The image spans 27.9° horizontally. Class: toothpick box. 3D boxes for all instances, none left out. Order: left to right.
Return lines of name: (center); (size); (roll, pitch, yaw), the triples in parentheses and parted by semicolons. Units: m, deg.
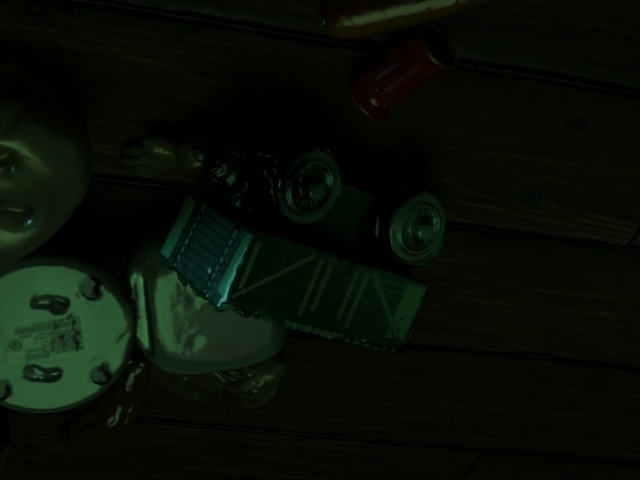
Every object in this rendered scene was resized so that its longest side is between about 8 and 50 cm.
toothpick box: (0.062, -0.132, 1.013); (0.047, 0.047, 0.083); (29, 132, -35)

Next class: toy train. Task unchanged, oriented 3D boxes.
toy train: (0.000, 0.000, 1.073); (0.269, 0.115, 0.154); (19, 95, -46)

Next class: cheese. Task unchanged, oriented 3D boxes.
cheese: (-0.296, -0.068, 1.004); (0.235, 0.117, 0.218); (-14, 140, 14)

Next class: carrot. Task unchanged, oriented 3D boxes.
carrot: (0.117, -0.191, 0.948); (0.248, 0.043, 0.043); (-13, 141, 8)

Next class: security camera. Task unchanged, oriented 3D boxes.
security camera: (-0.174, 0.060, 1.150); (0.302, 0.080, 0.157); (-10, 118, -14)

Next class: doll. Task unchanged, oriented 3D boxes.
doll: (-0.123, -0.066, 1.076); (0.093, 0.051, 0.061); (-19, 146, 19)

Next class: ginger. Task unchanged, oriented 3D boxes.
ginger: (-0.173, 0.130, 1.304); (0.295, 0.086, 0.131); (-7, 152, 17)

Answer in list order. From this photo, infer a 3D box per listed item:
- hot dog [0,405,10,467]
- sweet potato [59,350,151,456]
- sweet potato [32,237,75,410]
hot dog: (-0.371, 0.166, 1.192); (0.150, 0.153, 0.256); (-8, 176, -3)
sweet potato: (-0.204, 0.167, 1.257); (0.053, 0.054, 0.182); (36, 130, -10)
sweet potato: (-0.252, 0.062, 1.207); (0.059, 0.069, 0.249); (-12, 136, -11)
